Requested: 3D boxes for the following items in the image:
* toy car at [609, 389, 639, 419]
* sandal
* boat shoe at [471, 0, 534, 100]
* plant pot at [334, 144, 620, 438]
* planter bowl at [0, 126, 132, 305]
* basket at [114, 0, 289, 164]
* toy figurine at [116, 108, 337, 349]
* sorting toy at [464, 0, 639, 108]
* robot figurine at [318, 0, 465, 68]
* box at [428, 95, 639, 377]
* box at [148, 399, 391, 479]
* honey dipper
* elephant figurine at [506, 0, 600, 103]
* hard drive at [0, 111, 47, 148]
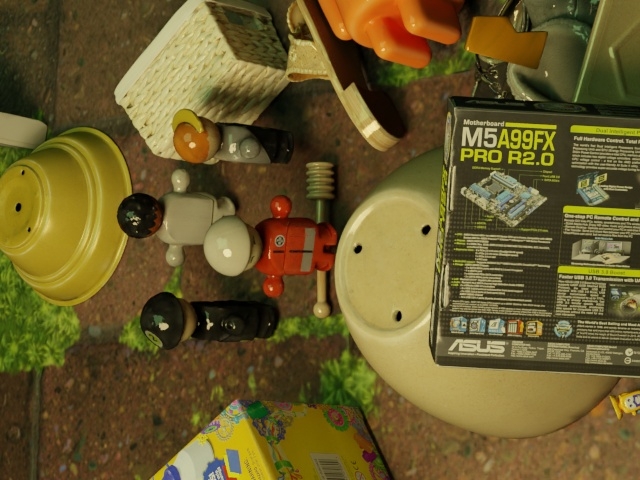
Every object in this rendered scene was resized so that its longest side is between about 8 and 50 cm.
[{"bbox_3d":[0.286,0.177,1.482,0.041,0.060,0.122,-21,73,5],"label":"toy car"},{"bbox_3d":[-0.002,-0.179,1.784,0.079,0.088,0.240,-38,64,25],"label":"sandal"},{"bbox_3d":[0.168,-0.168,1.650,0.056,0.049,0.152,28,102,42],"label":"boat shoe"},{"bbox_3d":[0.123,0.033,1.563,0.284,0.191,0.284,-8,78,42],"label":"plant pot"},{"bbox_3d":[-0.327,-0.034,2.060,0.217,0.090,0.217,-9,77,42],"label":"planter bowl"},{"bbox_3d":[-0.122,-0.170,1.880,0.167,0.113,0.103,-45,60,28],"label":"basket"},{"bbox_3d":[-0.108,-0.009,1.792,0.213,0.148,0.209,-47,54,42],"label":"toy figurine"},{"bbox_3d":[0.285,-0.188,1.426,0.041,0.307,0.229,-100,25,-81],"label":"sorting toy"},{"bbox_3d":[0.066,-0.277,1.711,0.158,0.128,0.219,100,153,-62],"label":"robot figurine"},{"bbox_3d":[0.230,0.000,1.411,0.060,0.270,0.216,-94,6,-77],"label":"box"},{"bbox_3d":[-0.051,0.352,1.682,0.279,0.177,0.290,-45,56,30],"label":"box"},{"bbox_3d":[0.000,0.000,1.795,0.030,0.030,0.160,-4,83,42],"label":"honey dipper"},{"bbox_3d":[0.245,-0.164,1.520,0.186,0.169,0.239,-142,51,-70],"label":"elephant figurine"},{"bbox_3d":[-0.516,-0.155,2.178,0.308,0.203,0.040,7,88,43],"label":"hard drive"}]
